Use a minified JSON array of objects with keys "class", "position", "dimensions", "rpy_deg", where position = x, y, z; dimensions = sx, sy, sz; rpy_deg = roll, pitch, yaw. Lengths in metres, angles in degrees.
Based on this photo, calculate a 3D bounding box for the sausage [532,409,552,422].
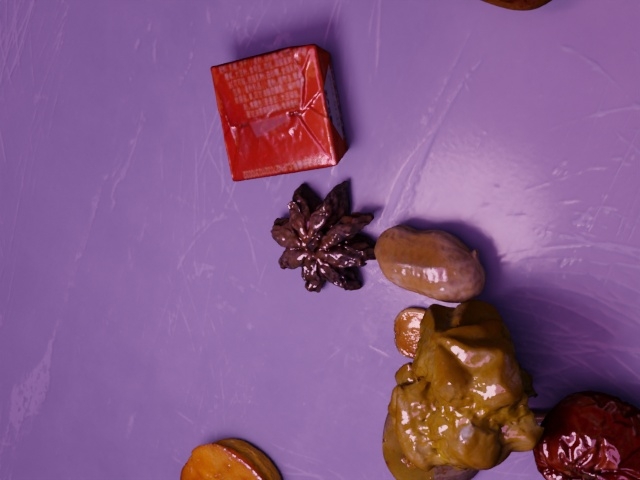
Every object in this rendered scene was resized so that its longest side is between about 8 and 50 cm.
[{"class":"sausage","position":[0.402,0.334,1.724],"dimensions":[0.132,0.024,0.024],"rpy_deg":[-8,99,26]}]

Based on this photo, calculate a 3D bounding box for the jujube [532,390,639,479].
[{"class":"jujube","position":[0.492,0.371,1.580],"dimensions":[0.232,0.213,0.213],"rpy_deg":[40,116,18]}]

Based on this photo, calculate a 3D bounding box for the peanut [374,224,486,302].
[{"class":"peanut","position":[0.200,0.040,1.696],"dimensions":[0.224,0.129,0.129],"rpy_deg":[16,109,23]}]

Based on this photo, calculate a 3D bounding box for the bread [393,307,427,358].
[{"class":"bread","position":[0.190,0.183,1.790],"dimensions":[0.110,0.024,0.110],"rpy_deg":[7,106,24]}]

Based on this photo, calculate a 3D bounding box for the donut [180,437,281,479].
[{"class":"donut","position":[-0.196,0.557,2.018],"dimensions":[0.254,0.118,0.253],"rpy_deg":[7,107,22]}]

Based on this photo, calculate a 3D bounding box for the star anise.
[{"class":"star anise","position":[0.001,-0.001,1.796],"dimensions":[0.223,0.109,0.236],"rpy_deg":[42,118,16]}]

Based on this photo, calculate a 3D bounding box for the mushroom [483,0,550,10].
[{"class":"mushroom","position":[0.278,-0.521,1.443],"dimensions":[0.346,0.260,0.345],"rpy_deg":[7,106,25]}]

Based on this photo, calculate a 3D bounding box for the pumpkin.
[{"class":"pumpkin","position":[0.209,0.408,1.795],"dimensions":[0.218,0.110,0.217],"rpy_deg":[10,111,27]}]

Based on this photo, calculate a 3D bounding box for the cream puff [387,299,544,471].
[{"class":"cream puff","position":[0.231,0.255,1.611],"dimensions":[0.274,0.323,0.269],"rpy_deg":[-31,96,11]}]

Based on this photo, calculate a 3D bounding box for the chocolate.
[{"class":"chocolate","position":[-0.075,-0.247,1.770],"dimensions":[0.238,0.108,0.234],"rpy_deg":[-8,98,26]}]
